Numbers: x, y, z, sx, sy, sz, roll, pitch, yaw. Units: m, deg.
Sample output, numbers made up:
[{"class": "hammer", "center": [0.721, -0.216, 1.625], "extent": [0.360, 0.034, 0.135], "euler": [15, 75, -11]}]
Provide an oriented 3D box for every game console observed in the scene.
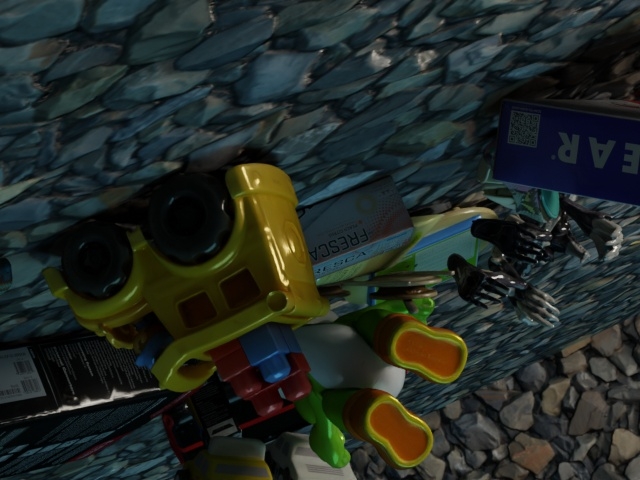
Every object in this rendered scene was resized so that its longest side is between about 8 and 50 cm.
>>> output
[{"class": "game console", "center": [-0.045, 0.219, 2.801], "extent": [0.387, 0.060, 0.342], "euler": [-22, 162, -7]}]

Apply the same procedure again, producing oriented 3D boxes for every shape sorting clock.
[{"class": "shape sorting clock", "center": [0.117, 0.017, 2.251], "extent": [0.206, 0.040, 0.206], "euler": [-22, 155, -11]}]

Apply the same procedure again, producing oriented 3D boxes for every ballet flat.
[{"class": "ballet flat", "center": [0.206, -0.070, 2.010], "extent": [0.079, 0.077, 0.221], "euler": [-7, 165, 10]}]

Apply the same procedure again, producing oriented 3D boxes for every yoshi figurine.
[{"class": "yoshi figurine", "center": [0.044, 0.159, 2.194], "extent": [0.203, 0.203, 0.362], "euler": [-19, -166, -24]}]

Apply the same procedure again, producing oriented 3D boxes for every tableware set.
[{"class": "tableware set", "center": [0.042, 0.059, 2.098], "extent": [0.194, 0.039, 0.128], "euler": [-1, -176, 29]}]

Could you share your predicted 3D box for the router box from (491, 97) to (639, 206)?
[{"class": "router box", "center": [0.387, -0.076, 1.844], "extent": [0.335, 0.082, 0.301], "euler": [12, -170, 34]}]

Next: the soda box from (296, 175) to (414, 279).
[{"class": "soda box", "center": [0.000, 0.000, 1.920], "extent": [0.183, 0.063, 0.058], "euler": [-21, 165, -11]}]

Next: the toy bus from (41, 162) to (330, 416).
[{"class": "toy bus", "center": [-0.103, 0.062, 1.662], "extent": [0.220, 0.211, 0.149], "euler": [-26, 169, 16]}]

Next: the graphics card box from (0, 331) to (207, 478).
[{"class": "graphics card box", "center": [-0.330, 0.187, 2.036], "extent": [0.233, 0.094, 0.371], "euler": [-33, 166, 37]}]

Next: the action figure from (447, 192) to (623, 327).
[{"class": "action figure", "center": [0.256, 0.018, 2.203], "extent": [0.164, 0.141, 0.276], "euler": [-58, 161, 23]}]

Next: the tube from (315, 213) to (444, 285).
[{"class": "tube", "center": [0.047, 0.010, 2.062], "extent": [0.070, 0.062, 0.240], "euler": [2, -174, 33]}]

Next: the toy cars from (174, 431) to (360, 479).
[{"class": "toy cars", "center": [-0.056, 0.267, 2.240], "extent": [0.176, 0.087, 0.394], "euler": [12, -176, 24]}]

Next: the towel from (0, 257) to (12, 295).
[{"class": "towel", "center": [-0.433, 0.140, 1.542], "extent": [0.271, 0.040, 0.370], "euler": [-44, 168, 31]}]

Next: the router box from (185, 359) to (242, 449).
[{"class": "router box", "center": [-0.140, 0.197, 2.325], "extent": [0.046, 0.133, 0.179], "euler": [-22, 167, -7]}]
